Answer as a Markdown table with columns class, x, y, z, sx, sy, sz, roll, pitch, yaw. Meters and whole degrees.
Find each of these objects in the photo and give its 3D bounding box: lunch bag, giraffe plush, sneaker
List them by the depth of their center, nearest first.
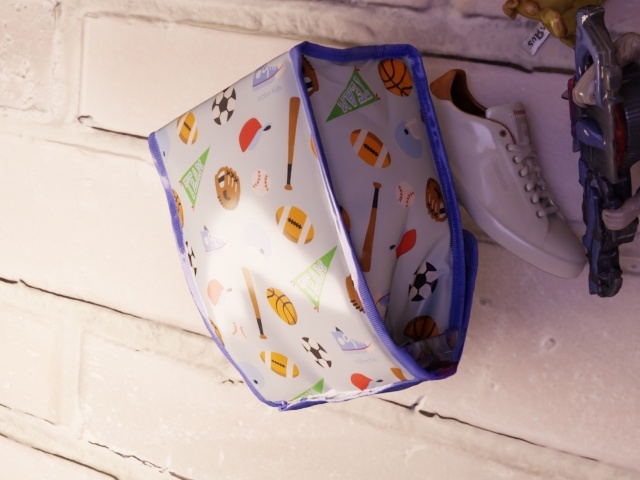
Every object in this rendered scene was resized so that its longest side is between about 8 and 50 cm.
| class | x | y | z | sx | sy | sz | roll | pitch | yaw |
| --- | --- | --- | --- | --- | --- | --- | --- | --- | --- |
| giraffe plush | 0.252 | -0.297 | 1.121 | 0.181 | 0.170 | 0.210 | 27 | 110 | 21 |
| sneaker | 0.219 | -0.085 | 1.212 | 0.290 | 0.106 | 0.123 | 48 | 119 | 15 |
| lunch bag | 0.000 | 0.000 | 1.234 | 0.327 | 0.238 | 0.386 | -22 | 80 | 50 |

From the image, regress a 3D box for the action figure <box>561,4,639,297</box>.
| class | x | y | z | sx | sy | sz | roll | pitch | yaw |
| --- | --- | --- | --- | --- | --- | --- | --- | --- | --- |
| action figure | 0.372 | -0.076 | 1.071 | 0.330 | 0.178 | 0.341 | 49 | 155 | 49 |
